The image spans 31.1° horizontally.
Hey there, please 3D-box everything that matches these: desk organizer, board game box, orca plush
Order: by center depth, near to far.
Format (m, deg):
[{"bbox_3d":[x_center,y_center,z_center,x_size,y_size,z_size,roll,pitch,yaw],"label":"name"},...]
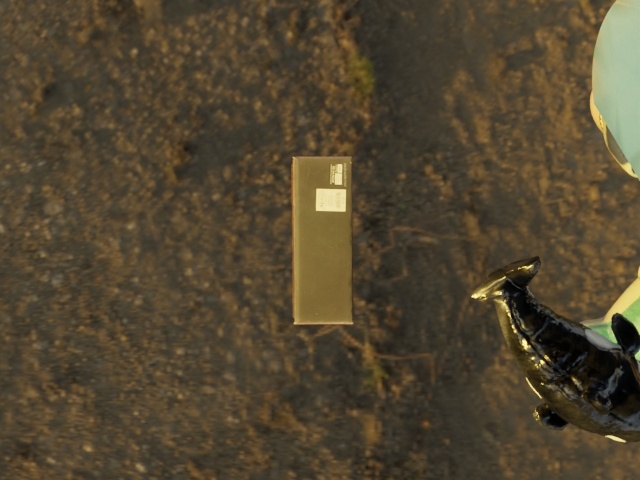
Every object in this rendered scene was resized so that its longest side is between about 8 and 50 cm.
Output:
[{"bbox_3d":[0.201,-0.054,0.564,0.033,0.133,0.169,-24,78,-18],"label":"board game box"},{"bbox_3d":[0.000,0.000,0.915,0.047,0.050,0.130,0,90,-5],"label":"desk organizer"},{"bbox_3d":[0.293,0.135,1.244,0.151,0.102,0.287,-33,114,-3],"label":"orca plush"}]

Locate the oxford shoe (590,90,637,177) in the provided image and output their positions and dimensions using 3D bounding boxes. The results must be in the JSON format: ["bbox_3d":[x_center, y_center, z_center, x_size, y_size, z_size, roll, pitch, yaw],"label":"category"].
[{"bbox_3d":[0.477,-0.172,1.165,0.140,0.397,0.147,48,25,-31],"label":"oxford shoe"}]

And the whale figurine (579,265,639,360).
[{"bbox_3d":[0.471,0.110,1.515,0.216,0.272,0.141,54,13,-42],"label":"whale figurine"}]
